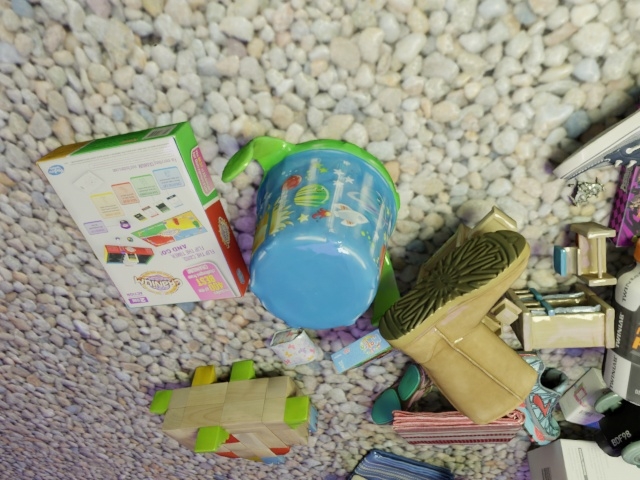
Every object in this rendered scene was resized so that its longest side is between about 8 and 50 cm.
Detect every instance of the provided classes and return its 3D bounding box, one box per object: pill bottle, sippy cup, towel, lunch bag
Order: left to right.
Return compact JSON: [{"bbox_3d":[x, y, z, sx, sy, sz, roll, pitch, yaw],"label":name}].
[{"bbox_3d":[-0.050,0.219,0.896,0.083,0.053,0.071,-21,118,31],"label":"lunch bag"},{"bbox_3d":[0.000,0.000,0.633,0.306,0.224,0.239,15,125,-3],"label":"sippy cup"},{"bbox_3d":[0.193,0.705,1.211,0.244,0.040,0.335,19,125,-5],"label":"towel"},{"bbox_3d":[0.290,0.399,0.913,0.237,0.037,0.329,-8,148,15],"label":"towel"},{"bbox_3d":[0.510,0.118,0.646,0.131,0.130,0.245,-3,108,9],"label":"pill bottle"}]

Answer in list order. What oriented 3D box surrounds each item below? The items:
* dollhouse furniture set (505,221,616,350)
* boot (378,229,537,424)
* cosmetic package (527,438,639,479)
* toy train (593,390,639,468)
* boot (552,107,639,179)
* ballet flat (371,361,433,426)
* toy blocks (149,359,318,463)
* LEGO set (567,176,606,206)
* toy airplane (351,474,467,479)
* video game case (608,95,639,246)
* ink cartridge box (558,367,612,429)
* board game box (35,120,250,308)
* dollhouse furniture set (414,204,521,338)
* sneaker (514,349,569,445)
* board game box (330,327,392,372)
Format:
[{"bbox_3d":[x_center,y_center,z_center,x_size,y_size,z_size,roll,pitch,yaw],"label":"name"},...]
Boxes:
[{"bbox_3d":[0.384,0.066,0.709,0.130,0.129,0.183,-5,101,11],"label":"dollhouse furniture set"},{"bbox_3d":[0.244,0.137,0.628,0.236,0.089,0.269,-39,118,17],"label":"boot"},{"bbox_3d":[0.605,0.521,0.931,0.225,0.138,0.224,2,148,7],"label":"cosmetic package"},{"bbox_3d":[0.649,0.291,0.747,0.191,0.142,0.333,18,125,-13],"label":"toy train"},{"bbox_3d":[0.406,-0.114,0.558,0.086,0.069,0.190,53,143,5],"label":"boot"},{"bbox_3d":[0.193,0.341,0.945,0.079,0.076,0.221,10,127,-24],"label":"ballet flat"},{"bbox_3d":[-0.163,0.432,1.005,0.382,0.190,0.260,-12,134,16],"label":"toy blocks"},{"bbox_3d":[0.403,-0.083,0.646,0.054,0.023,0.083,-8,123,12],"label":"LEGO set"},{"bbox_3d":[0.208,0.722,1.033,0.387,0.272,0.384,16,147,-17],"label":"toy airplane"},{"bbox_3d":[0.545,-0.099,0.605,0.211,0.041,0.231,-4,124,11],"label":"video game case"},{"bbox_3d":[0.574,0.328,0.893,0.089,0.052,0.122,17,126,-5],"label":"ink cartridge box"},{"bbox_3d":[-0.287,-0.026,0.748,0.243,0.064,0.316,-7,124,12],"label":"board game box"},{"bbox_3d":[0.275,0.047,0.690,0.161,0.101,0.181,37,122,-1],"label":"dollhouse furniture set"},{"bbox_3d":[0.448,0.319,0.873,0.125,0.104,0.261,-30,117,21],"label":"sneaker"},{"bbox_3d":[0.141,0.172,0.769,0.160,0.039,0.212,-37,157,28],"label":"board game box"}]
